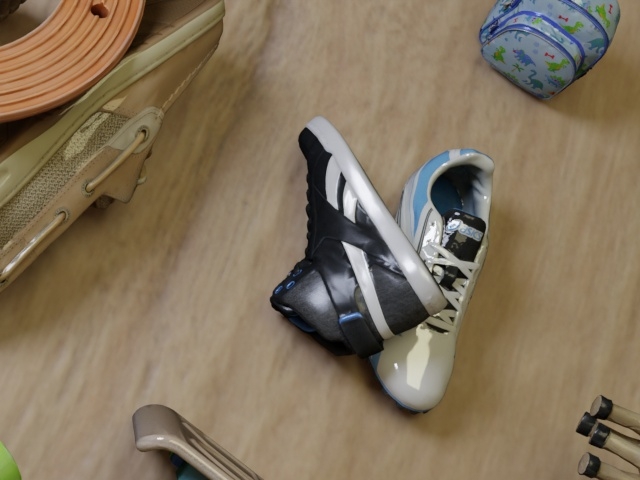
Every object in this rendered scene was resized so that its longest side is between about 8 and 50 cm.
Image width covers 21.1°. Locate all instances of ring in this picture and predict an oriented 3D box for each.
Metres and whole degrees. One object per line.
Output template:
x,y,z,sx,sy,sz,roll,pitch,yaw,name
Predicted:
-0.293,-0.210,1.251,0.337,0.032,0.336,11,51,-14,ring

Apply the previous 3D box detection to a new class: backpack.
0.208,-0.188,1.542,0.105,0.114,0.084,35,56,-9,backpack

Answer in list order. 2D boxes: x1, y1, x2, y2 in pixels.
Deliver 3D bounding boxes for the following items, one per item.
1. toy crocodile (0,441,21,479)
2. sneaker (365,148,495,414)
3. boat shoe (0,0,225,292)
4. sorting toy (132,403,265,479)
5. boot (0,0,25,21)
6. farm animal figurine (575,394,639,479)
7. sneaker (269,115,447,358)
-0.292,0.122,1.149,0.115,0.105,0.340,-33,84,-34,toy crocodile
0.093,0.027,1.400,0.085,0.086,0.237,22,60,-18,sneaker
-0.190,-0.077,1.305,0.341,0.122,0.110,-43,127,-32,boat shoe
-0.043,0.188,1.206,0.208,0.193,0.038,34,87,-6,sorting toy
-0.361,-0.234,1.293,0.248,0.090,0.206,-21,79,-29,boot
0.241,0.270,1.224,0.172,0.327,0.330,25,75,0,farm animal figurine
0.000,0.000,1.372,0.121,0.079,0.217,-33,52,2,sneaker
